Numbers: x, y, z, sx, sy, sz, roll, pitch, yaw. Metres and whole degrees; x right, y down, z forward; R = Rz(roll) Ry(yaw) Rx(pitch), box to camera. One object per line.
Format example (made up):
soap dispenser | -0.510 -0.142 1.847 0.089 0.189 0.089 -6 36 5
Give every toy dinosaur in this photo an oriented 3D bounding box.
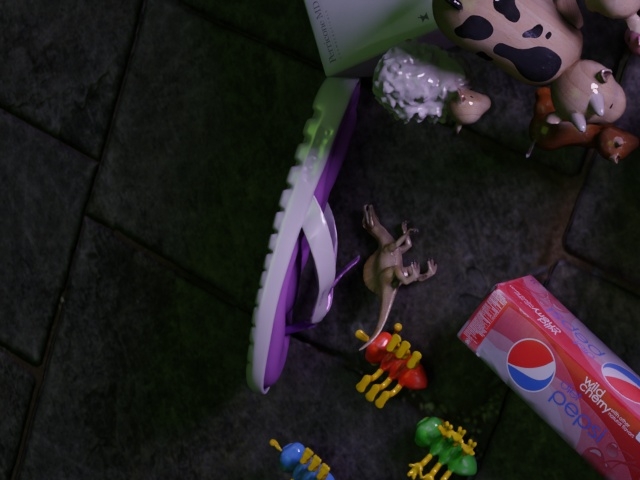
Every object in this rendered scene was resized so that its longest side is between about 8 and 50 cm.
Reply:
toy dinosaur | 0.087 0.042 1.943 0.093 0.053 0.183 -19 62 35

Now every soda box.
soda box | 0.281 0.156 1.800 0.263 0.092 0.083 45 118 22

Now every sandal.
sandal | -0.003 0.004 1.956 0.102 0.169 0.416 17 107 7

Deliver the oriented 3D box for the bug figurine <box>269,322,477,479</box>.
bug figurine | 0.070 0.247 1.970 0.216 0.072 0.279 44 113 16

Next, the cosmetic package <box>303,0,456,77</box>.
cosmetic package | 0.094 -0.325 1.850 0.225 0.138 0.224 -21 83 36

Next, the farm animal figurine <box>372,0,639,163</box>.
farm animal figurine | 0.251 -0.208 1.646 0.327 0.172 0.330 16 127 -12
